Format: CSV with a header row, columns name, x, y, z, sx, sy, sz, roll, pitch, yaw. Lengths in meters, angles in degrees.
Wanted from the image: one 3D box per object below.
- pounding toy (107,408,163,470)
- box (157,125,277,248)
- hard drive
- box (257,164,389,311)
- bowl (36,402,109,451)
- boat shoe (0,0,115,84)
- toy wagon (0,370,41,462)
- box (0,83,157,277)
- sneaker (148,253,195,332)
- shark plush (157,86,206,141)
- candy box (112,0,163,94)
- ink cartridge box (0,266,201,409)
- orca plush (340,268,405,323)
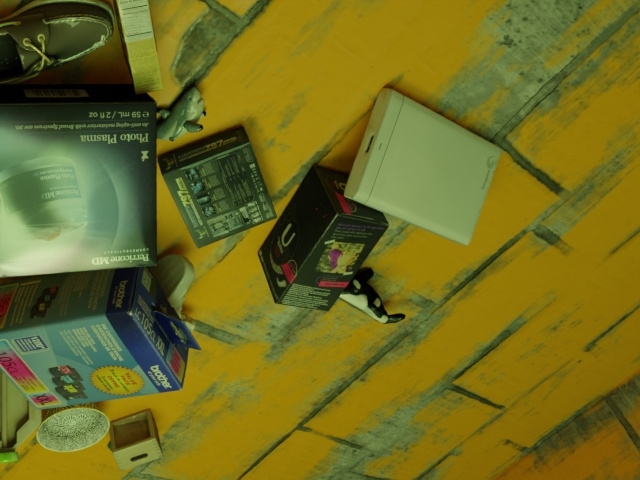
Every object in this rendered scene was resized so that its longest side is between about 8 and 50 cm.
name,x,y,z,sx,sy,sz,roll,pitch,yaw
pounding toy,-0.480,0.511,2.235,0.141,0.130,0.100,-18,126,-8
box,-0.204,-0.103,1.780,0.183,0.059,0.233,-22,139,-3
hard drive,0.225,-0.147,1.868,0.353,0.047,0.233,20,89,-38
box,0.000,0.000,1.901,0.143,0.165,0.270,12,126,-33
bowl,-0.595,0.423,2.113,0.170,0.080,0.170,-14,138,-13
boat shoe,-0.484,-0.307,1.412,0.324,0.097,0.117,-14,136,-12
toy wagon,-0.756,0.330,1.821,0.344,0.267,0.068,2,164,-26
box,-0.436,-0.106,1.505,0.296,0.183,0.294,-5,111,-21
sneaker,-0.332,0.146,1.954,0.169,0.108,0.292,15,128,-46
shark plush,-0.281,-0.227,1.647,0.161,0.073,0.067,-19,122,24
candy box,-0.304,-0.348,1.448,0.053,0.109,0.187,-13,136,-13
ink cartridge box,-0.436,0.188,1.768,0.395,0.151,0.270,-11,135,11
orca plush,0.122,0.125,2.138,0.287,0.151,0.102,32,83,-40
